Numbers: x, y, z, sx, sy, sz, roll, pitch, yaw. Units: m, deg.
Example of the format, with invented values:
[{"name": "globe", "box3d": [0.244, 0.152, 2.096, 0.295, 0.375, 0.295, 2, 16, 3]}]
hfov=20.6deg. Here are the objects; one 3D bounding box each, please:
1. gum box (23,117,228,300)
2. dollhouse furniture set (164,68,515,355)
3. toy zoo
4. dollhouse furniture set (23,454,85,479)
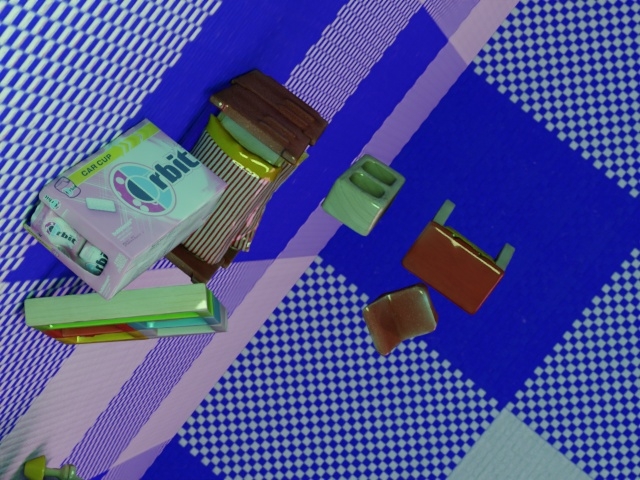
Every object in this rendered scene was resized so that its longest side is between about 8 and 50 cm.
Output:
[{"name": "gum box", "box3d": [-0.185, -0.030, 1.672, 0.062, 0.107, 0.188, -56, 172, 37]}, {"name": "dollhouse furniture set", "box3d": [0.000, 0.000, 1.960, 0.201, 0.374, 0.152, -56, 177, 24]}, {"name": "toy zoo", "box3d": [-0.206, 0.087, 1.963, 0.293, 0.192, 0.030, 80, 5, -81]}, {"name": "dollhouse furniture set", "box3d": [-0.468, 0.444, 2.568, 0.286, 0.198, 0.303, -174, -87, -73]}]
